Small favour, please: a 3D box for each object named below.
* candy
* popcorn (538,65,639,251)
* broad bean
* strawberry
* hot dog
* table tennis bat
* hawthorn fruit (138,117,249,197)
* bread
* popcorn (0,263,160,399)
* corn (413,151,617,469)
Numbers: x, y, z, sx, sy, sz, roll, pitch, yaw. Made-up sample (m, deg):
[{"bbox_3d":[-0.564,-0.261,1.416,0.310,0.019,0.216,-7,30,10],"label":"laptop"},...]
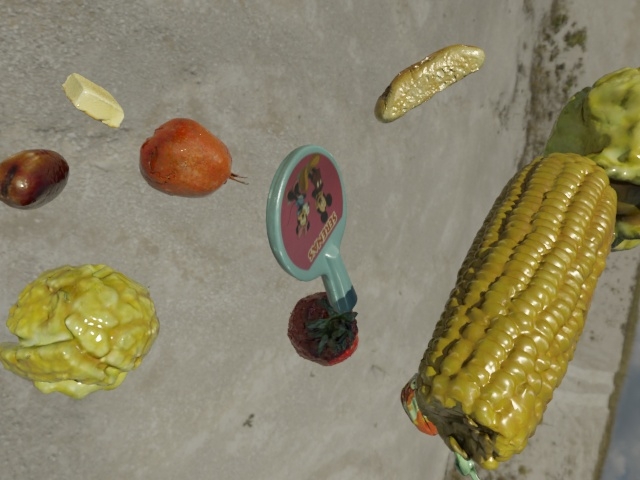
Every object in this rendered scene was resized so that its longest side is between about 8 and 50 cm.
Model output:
[{"bbox_3d":[0.215,0.322,0.699,0.288,0.084,0.078,59,3,13],"label":"candy"},{"bbox_3d":[0.429,-0.104,0.697,0.257,0.224,0.271,14,107,-57],"label":"popcorn"},{"bbox_3d":[-0.516,-0.109,0.876,0.114,0.084,0.165,-57,-174,6],"label":"broad bean"},{"bbox_3d":[0.004,0.157,0.846,0.148,0.131,0.131,114,-7,-72],"label":"strawberry"},{"bbox_3d":[0.208,-0.324,0.965,0.073,0.242,0.084,58,8,-17],"label":"hot dog"},{"bbox_3d":[0.000,0.000,0.590,0.153,0.040,0.244,-55,139,-36],"label":"table tennis bat"},{"bbox_3d":[-0.330,-0.203,1.302,0.211,0.298,0.211,-49,-151,39],"label":"hawthorn fruit"},{"bbox_3d":[-0.633,-0.389,1.343,0.125,0.188,0.068,27,102,-47],"label":"bread"},{"bbox_3d":[-0.450,0.172,0.934,0.247,0.282,0.282,48,52,-42],"label":"popcorn"},{"bbox_3d":[0.194,0.034,0.448,0.363,0.120,0.121,-51,148,-37],"label":"corn"}]
